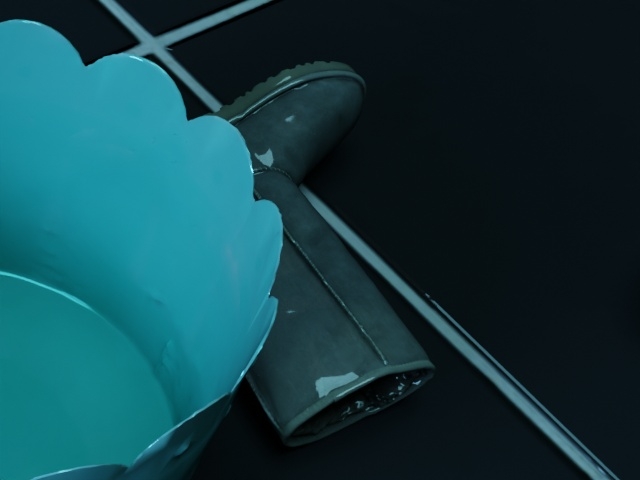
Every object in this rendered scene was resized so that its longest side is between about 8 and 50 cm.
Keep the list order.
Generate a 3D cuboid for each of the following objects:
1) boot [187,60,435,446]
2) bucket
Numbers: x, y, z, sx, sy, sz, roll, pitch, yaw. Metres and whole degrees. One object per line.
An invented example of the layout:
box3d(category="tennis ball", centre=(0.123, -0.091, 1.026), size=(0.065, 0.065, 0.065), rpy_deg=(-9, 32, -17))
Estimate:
box3d(category="boot", centre=(0.001, 0.001, 0.838), size=(0.189, 0.076, 0.208), rpy_deg=(-30, 57, -21))
box3d(category="bucket", centre=(-0.168, 0.046, 0.667), size=(0.281, 0.183, 0.281), rpy_deg=(10, 47, -11))
